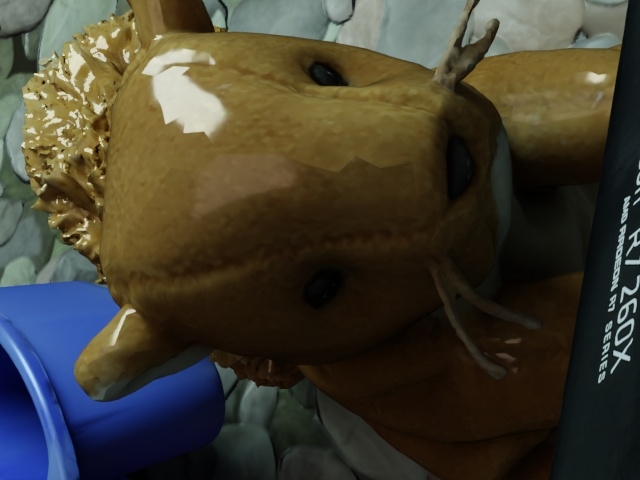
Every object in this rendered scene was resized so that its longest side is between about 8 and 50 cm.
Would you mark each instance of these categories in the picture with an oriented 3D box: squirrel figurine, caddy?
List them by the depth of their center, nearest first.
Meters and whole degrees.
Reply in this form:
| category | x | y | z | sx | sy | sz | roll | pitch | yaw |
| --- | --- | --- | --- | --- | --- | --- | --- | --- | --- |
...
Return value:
| category | x | y | z | sx | sy | sz | roll | pitch | yaw |
| --- | --- | --- | --- | --- | --- | --- | --- | --- | --- |
| squirrel figurine | 0.000 | 0.000 | 0.655 | 0.397 | 0.370 | 0.281 | 5 | 88 | 38 |
| caddy | -0.208 | 0.153 | 0.865 | 0.341 | 0.179 | 0.241 | 9 | 102 | 53 |

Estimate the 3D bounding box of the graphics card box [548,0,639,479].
| category | x | y | z | sx | sy | sz | roll | pitch | yaw |
| --- | --- | --- | --- | --- | --- | --- | --- | --- | --- |
| graphics card box | 0.217 | 0.020 | 0.473 | 0.094 | 0.233 | 0.371 | -48 | 19 | 53 |
